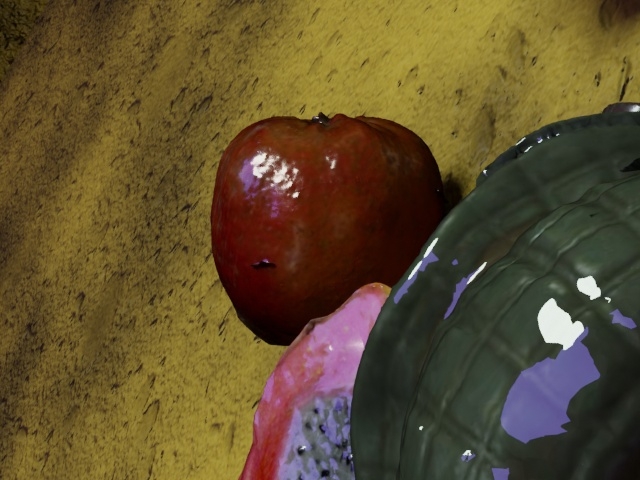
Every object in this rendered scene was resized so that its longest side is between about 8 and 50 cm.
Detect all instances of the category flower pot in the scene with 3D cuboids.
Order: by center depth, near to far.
[{"bbox_3d":[0.172,0.093,0.786,0.302,0.302,0.213,-62,23,6],"label":"flower pot"}]

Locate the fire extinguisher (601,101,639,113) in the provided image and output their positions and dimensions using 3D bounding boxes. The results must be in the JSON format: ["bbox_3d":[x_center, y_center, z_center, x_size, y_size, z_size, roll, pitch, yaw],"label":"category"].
[{"bbox_3d":[0.169,0.053,1.161,0.089,0.072,0.268,64,-135,-72],"label":"fire extinguisher"}]

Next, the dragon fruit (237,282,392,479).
[{"bbox_3d":[0.066,0.154,1.024,0.290,0.189,0.291,-10,76,45],"label":"dragon fruit"}]

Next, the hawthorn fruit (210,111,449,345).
[{"bbox_3d":[0.000,0.000,1.469,0.185,0.185,0.202,-178,96,-67],"label":"hawthorn fruit"}]
